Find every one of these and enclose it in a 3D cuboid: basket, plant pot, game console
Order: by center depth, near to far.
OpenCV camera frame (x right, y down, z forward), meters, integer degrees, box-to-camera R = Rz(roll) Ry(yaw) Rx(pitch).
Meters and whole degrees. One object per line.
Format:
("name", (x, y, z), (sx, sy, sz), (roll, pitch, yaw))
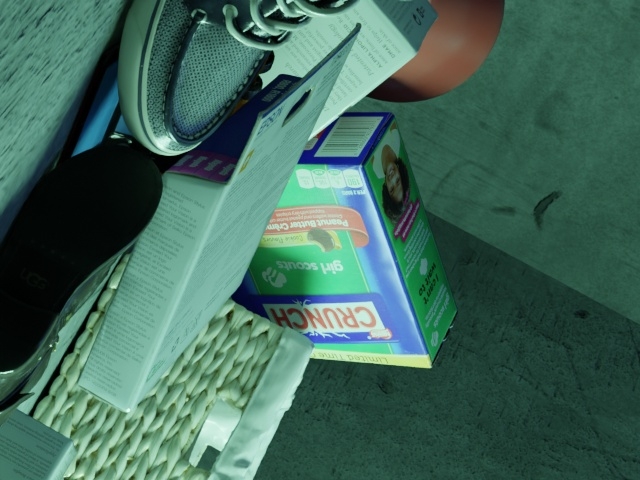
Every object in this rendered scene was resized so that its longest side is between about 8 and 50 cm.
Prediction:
("game console", (-0.152, -0.107, 1.553), (0.085, 0.124, 0.144), (-104, -146, -51))
("plant pot", (0.068, -0.300, 2.215), (0.275, 0.275, 0.243), (-62, 167, 13))
("basket", (-0.201, 0.237, 2.254), (0.328, 0.266, 0.331), (-61, 178, -18))

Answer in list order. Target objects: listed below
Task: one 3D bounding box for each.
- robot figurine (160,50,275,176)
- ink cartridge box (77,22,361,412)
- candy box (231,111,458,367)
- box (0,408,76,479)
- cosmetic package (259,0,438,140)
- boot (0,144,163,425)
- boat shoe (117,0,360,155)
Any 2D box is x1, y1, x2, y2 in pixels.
("robot figurine", (-0.123, -0.135, 1.825), (0.291, 0.085, 0.211), (-60, 177, -47))
("ink cartridge box", (-0.093, -0.041, 1.718), (0.330, 0.071, 0.324), (-65, 173, 25))
("candy box", (0.000, 0.000, 2.259), (0.122, 0.268, 0.317), (-58, 138, -41))
("box", (-0.302, 0.213, 1.764), (0.087, 0.101, 0.102), (-61, 178, -14))
("cosmetic package", (0.006, -0.231, 2.013), (0.183, 0.151, 0.151), (-38, -171, 26))
("boot", (-0.242, 0.053, 1.568), (0.263, 0.091, 0.229), (-53, 177, -24))
("boat shoe", (-0.042, -0.202, 1.439), (0.127, 0.158, 0.341), (2, 115, -47))
